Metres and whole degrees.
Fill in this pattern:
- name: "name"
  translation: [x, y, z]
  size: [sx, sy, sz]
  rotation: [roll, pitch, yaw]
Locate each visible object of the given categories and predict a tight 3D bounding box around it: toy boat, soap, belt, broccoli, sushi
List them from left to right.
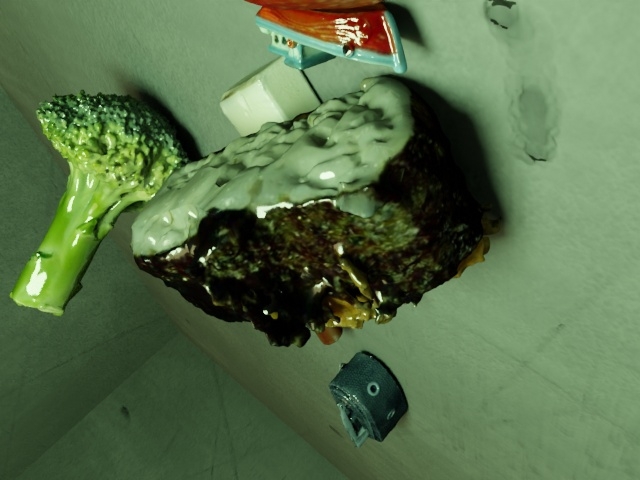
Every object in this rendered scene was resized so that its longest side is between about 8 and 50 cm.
- name: "broccoli"
  translation: [-0.396, -0.081, 0.975]
  size: [0.275, 0.397, 0.353]
  rotation: [23, 140, 41]
- name: "soap"
  translation: [-0.035, -0.123, 0.688]
  size: [0.183, 0.064, 0.121]
  rotation: [55, 155, -20]
- name: "sushi"
  translation: [-0.023, -0.003, 0.552]
  size: [0.349, 0.234, 0.207]
  rotation: [-12, 129, 30]
- name: "toy boat"
  translation: [0.009, -0.184, 0.502]
  size: [0.173, 0.069, 0.058]
  rotation: [28, 137, 37]
- name: "belt"
  translation: [0.089, 0.332, 1.129]
  size: [0.122, 0.128, 0.218]
  rotation: [26, 151, 38]

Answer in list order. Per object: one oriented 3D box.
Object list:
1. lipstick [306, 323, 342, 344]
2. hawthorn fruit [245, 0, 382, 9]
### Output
- name: "lipstick"
  translation: [-0.044, 0.068, 0.995]
  size: [0.081, 0.081, 0.299]
  rotation: [9, 135, 56]
- name: "hawthorn fruit"
  translation: [-0.001, -0.223, 0.332]
  size: [0.174, 0.179, 0.173]
  rotation: [20, 120, 40]
